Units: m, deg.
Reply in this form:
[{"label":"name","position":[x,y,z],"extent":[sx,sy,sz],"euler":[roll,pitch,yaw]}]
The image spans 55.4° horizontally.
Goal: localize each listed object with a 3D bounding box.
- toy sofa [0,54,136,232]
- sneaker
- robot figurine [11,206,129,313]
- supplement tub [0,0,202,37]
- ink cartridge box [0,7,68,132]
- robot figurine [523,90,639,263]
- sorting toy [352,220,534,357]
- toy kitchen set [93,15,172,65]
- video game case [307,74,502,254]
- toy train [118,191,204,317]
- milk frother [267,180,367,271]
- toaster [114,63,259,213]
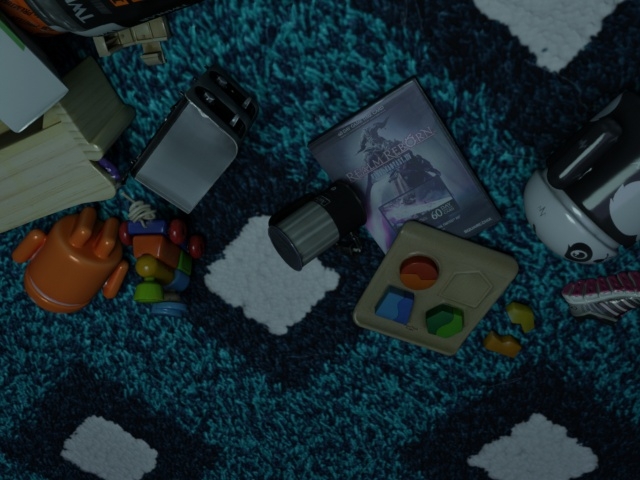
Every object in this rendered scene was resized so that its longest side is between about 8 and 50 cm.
[{"label":"toy sofa","position":[-0.472,-0.126,0.958],"extent":[0.362,0.150,0.177],"euler":[-19,121,17]},{"label":"sneaker","position":[0.494,0.101,1.011],"extent":[0.170,0.063,0.075],"euler":[-9,118,18]},{"label":"robot figurine","position":[-0.429,0.043,1.063],"extent":[0.219,0.158,0.128],"euler":[-45,71,26]},{"label":"supplement tub","position":[-0.230,-0.380,0.745],"extent":[0.338,0.207,0.207],"euler":[-14,117,15]},{"label":"ink cartridge box","position":[-0.436,-0.261,0.784],"extent":[0.092,0.219,0.160],"euler":[-40,138,-3]},{"label":"robot figurine","position":[0.418,-0.089,0.844],"extent":[0.209,0.173,0.278],"euler":[41,117,-7]},{"label":"sorting toy","position":[0.235,0.109,1.043],"extent":[0.307,0.041,0.229],"euler":[19,124,-9]},{"label":"toy kitchen set","position":[-0.266,-0.279,0.883],"extent":[0.083,0.075,0.068],"euler":[-3,121,14]},{"label":"video game case","position":[0.136,-0.094,0.968],"extent":[0.196,0.026,0.274],"euler":[-29,113,22]},{"label":"toy train","position":[-0.269,0.034,0.960],"extent":[0.105,0.143,0.248],"euler":[-2,163,8]},{"label":"milk frother","position":[0.000,0.000,0.969],"extent":[0.135,0.129,0.143],"euler":[-35,109,-20]},{"label":"toaster","position":[-0.185,-0.146,0.896],"extent":[0.110,0.168,0.186],"euler":[37,117,-15]}]
